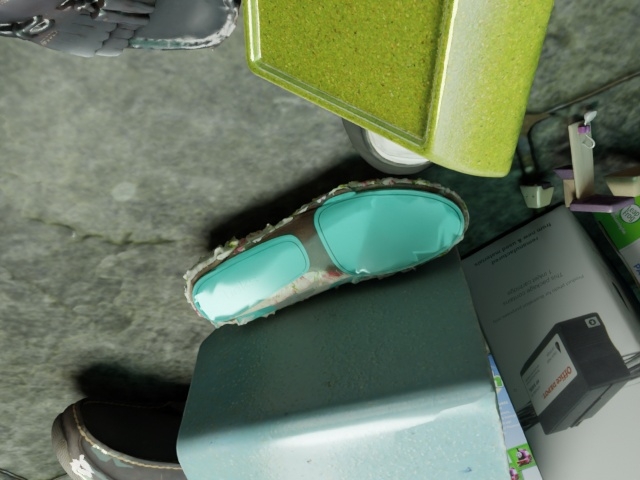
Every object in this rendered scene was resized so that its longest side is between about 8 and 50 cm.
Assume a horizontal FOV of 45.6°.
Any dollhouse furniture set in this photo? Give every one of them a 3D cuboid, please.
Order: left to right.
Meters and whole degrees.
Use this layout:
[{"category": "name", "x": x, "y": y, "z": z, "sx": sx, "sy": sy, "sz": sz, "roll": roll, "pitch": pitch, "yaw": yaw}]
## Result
[{"category": "dollhouse furniture set", "x": 0.244, "y": -0.078, "z": 0.664, "sx": 0.114, "sy": 0.091, "sz": 0.081, "roll": -17, "pitch": 104, "yaw": -33}]

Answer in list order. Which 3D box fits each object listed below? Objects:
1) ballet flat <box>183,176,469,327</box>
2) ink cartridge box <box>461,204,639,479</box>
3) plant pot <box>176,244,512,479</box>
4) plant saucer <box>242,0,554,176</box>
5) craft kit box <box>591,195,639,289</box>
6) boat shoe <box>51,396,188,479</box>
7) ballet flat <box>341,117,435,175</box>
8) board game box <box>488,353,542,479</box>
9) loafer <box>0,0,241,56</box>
[{"category": "ballet flat", "x": 0.000, "y": 0.000, "z": 0.630, "sx": 0.241, "sy": 0.077, "sz": 0.091, "roll": -17, "pitch": 107, "yaw": 8}, {"category": "ink cartridge box", "x": 0.272, "y": 0.154, "z": 0.712, "sx": 0.129, "sy": 0.307, "sz": 0.223, "roll": -32, "pitch": 138, "yaw": 20}, {"category": "plant pot", "x": 0.022, "y": 0.159, "z": 0.662, "sx": 0.253, "sy": 0.247, "sz": 0.247, "roll": -11, "pitch": 119, "yaw": 8}, {"category": "plant saucer", "x": 0.022, "y": -0.129, "z": 0.394, "sx": 0.045, "sy": 0.188, "sz": 0.188, "roll": -42, "pitch": 150, "yaw": -33}, {"category": "craft kit box", "x": 0.379, "y": 0.098, "z": 0.730, "sx": 0.061, "sy": 0.246, "sz": 0.250, "roll": -33, "pitch": 138, "yaw": 23}, {"category": "boat shoe", "x": -0.118, "y": 0.215, "z": 0.828, "sx": 0.355, "sy": 0.132, "sz": 0.130, "roll": 28, "pitch": 105, "yaw": -46}, {"category": "ballet flat", "x": 0.057, "y": -0.116, "z": 0.488, "sx": 0.095, "sy": 0.096, "sz": 0.280, "roll": -14, "pitch": 141, "yaw": -1}, {"category": "board game box", "x": 0.164, "y": 0.241, "z": 0.858, "sx": 0.160, "sy": 0.211, "sz": 0.039, "roll": -15, "pitch": 142, "yaw": 1}, {"category": "loafer", "x": -0.177, "y": -0.146, "z": 0.378, "sx": 0.303, "sy": 0.095, "sz": 0.109, "roll": 13, "pitch": 133, "yaw": -30}]
